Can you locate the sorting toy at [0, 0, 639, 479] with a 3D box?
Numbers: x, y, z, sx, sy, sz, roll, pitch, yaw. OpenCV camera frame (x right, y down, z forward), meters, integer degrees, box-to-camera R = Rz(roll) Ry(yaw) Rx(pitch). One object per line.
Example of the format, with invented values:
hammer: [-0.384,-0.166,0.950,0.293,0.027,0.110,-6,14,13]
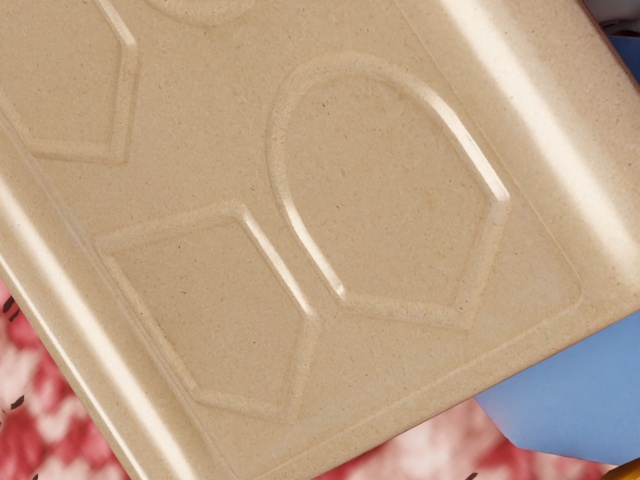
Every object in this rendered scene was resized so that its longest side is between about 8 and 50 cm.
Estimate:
sorting toy: [0.000,0.000,0.454,0.229,0.041,0.307,-35,87,45]

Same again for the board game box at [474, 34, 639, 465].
board game box: [0.116,0.005,0.486,0.168,0.033,0.133,7,106,21]

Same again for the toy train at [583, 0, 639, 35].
toy train: [0.079,-0.144,0.478,0.105,0.080,0.184,-31,81,30]
